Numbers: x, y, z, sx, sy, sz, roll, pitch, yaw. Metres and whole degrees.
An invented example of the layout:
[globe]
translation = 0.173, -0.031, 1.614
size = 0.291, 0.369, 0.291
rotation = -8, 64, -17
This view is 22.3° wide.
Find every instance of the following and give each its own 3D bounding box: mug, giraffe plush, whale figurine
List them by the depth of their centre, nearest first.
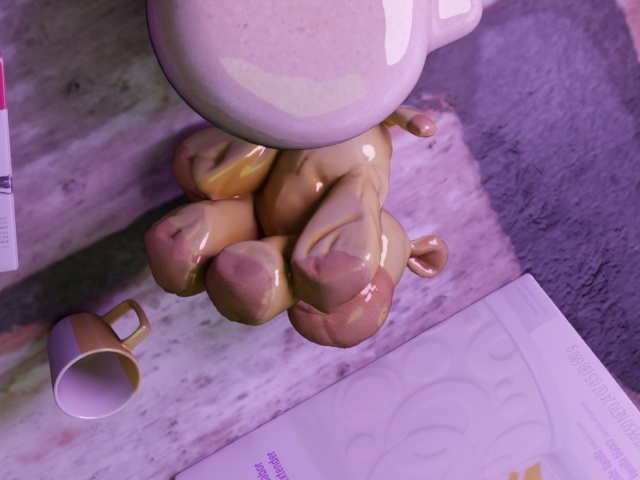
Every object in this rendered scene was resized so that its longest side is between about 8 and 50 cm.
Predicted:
[whale figurine]
translation = 0.001, -0.188, 1.003
size = 0.216, 0.141, 0.272
rotation = 26, 87, -13
[giraffe plush]
translation = 0.000, 0.000, 1.122
size = 0.210, 0.181, 0.170
rotation = -56, 147, -25
[mug]
translation = -0.157, 0.081, 1.146
size = 0.078, 0.064, 0.062
rotation = -17, 128, -13

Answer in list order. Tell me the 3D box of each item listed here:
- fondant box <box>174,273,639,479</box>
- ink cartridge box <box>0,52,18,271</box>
[fondant box]
translation = 0.082, 0.199, 1.224
size = 0.330, 0.238, 0.096
rotation = -31, 130, -2
[ink cartridge box]
translation = -0.227, -0.065, 0.981
size = 0.063, 0.109, 0.150
rotation = -10, 126, -19
